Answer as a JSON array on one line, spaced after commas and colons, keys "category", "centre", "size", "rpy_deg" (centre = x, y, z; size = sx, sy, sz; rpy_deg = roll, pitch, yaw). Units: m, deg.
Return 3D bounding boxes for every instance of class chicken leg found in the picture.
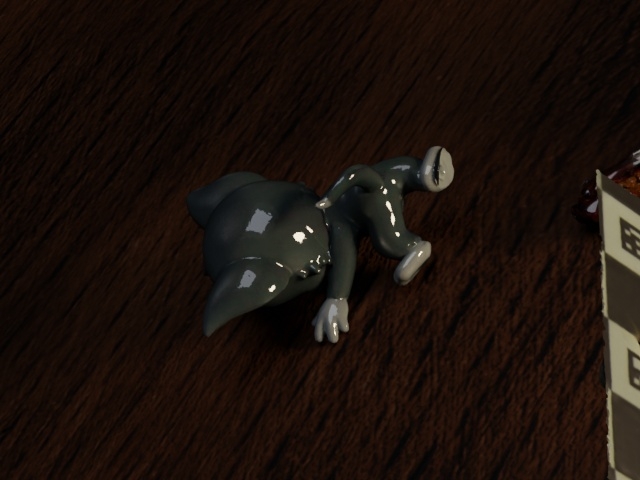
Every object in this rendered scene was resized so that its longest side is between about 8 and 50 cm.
[{"category": "chicken leg", "centre": [0.315, -0.074, 1.708], "size": [0.205, 0.053, 0.093], "rpy_deg": [-23, 21, 8]}]

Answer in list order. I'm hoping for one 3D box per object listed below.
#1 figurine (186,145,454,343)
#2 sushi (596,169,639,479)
[{"category": "figurine", "centre": [0.000, -0.003, 1.806], "size": [0.265, 0.140, 0.193], "rpy_deg": [-29, 48, 33]}, {"category": "sushi", "centre": [0.283, 0.169, 1.211], "size": [0.064, 0.343, 0.359], "rpy_deg": [-43, 25, 33]}]
